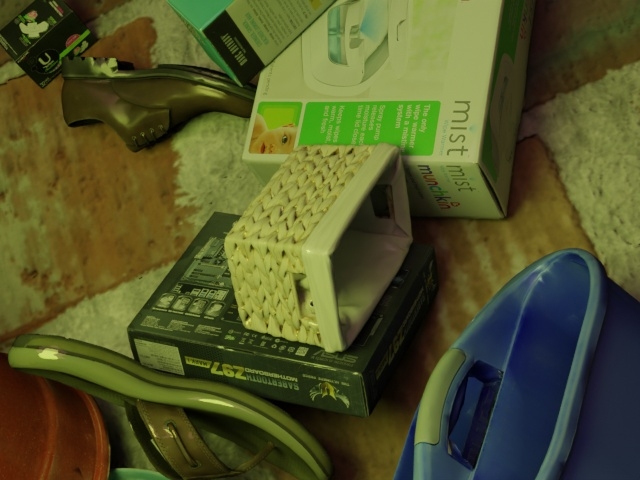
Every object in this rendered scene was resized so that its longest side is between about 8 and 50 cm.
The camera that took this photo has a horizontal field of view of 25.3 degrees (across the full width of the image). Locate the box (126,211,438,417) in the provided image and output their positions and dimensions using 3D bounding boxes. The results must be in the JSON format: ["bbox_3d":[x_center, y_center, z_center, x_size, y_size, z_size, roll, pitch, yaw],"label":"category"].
[{"bbox_3d":[-0.031,0.061,1.293,0.232,0.059,0.183,9,41,22],"label":"box"}]

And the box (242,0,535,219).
[{"bbox_3d":[0.074,-0.161,1.364,0.231,0.127,0.262,3,67,22],"label":"box"}]

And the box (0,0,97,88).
[{"bbox_3d":[-0.299,-0.221,1.554,0.083,0.062,0.052,-41,59,-1],"label":"box"}]

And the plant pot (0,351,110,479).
[{"bbox_3d":[-0.373,0.175,1.256,0.272,0.265,0.272,-17,51,22],"label":"plant pot"}]

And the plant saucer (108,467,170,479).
[{"bbox_3d":[-0.186,0.363,1.267,0.317,0.044,0.318,-8,65,17],"label":"plant saucer"}]

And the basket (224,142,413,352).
[{"bbox_3d":[0.000,0.000,1.224,0.103,0.113,0.167,8,39,23],"label":"basket"}]

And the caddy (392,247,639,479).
[{"bbox_3d":[0.150,0.162,1.082,0.241,0.179,0.341,-41,19,47],"label":"caddy"}]

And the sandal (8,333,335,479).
[{"bbox_3d":[-0.134,0.164,1.252,0.302,0.120,0.086,19,70,-4],"label":"sandal"}]

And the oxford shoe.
[{"bbox_3d":[-0.161,-0.136,1.472,0.227,0.083,0.096,5,91,19],"label":"oxford shoe"}]

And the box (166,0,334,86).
[{"bbox_3d":[-0.020,-0.263,1.315,0.244,0.100,0.060,-43,57,-3],"label":"box"}]
